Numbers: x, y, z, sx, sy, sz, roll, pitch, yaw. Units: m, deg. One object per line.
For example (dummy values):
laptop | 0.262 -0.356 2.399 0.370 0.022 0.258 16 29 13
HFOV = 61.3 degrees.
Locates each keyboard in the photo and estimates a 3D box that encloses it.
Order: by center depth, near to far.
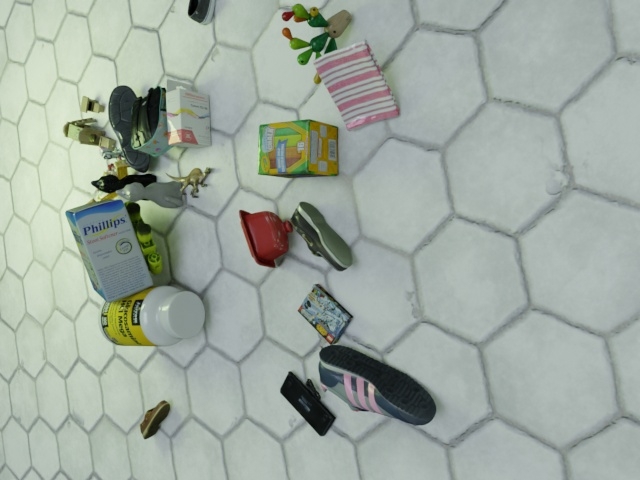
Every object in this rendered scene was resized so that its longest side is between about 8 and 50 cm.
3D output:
keyboard | -0.031 0.428 1.454 0.180 0.023 0.108 40 120 27

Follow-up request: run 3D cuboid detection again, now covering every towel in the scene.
towel | 0.084 -0.358 1.265 0.144 0.029 0.197 -12 125 33

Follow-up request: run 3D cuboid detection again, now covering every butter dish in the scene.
butter dish | -0.130 -0.018 1.448 0.118 0.160 0.159 -23 78 11

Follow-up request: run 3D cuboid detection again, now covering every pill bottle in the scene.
pill bottle | -0.528 0.238 1.699 0.334 0.188 0.187 -8 87 36

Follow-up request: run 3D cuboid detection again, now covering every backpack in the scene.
backpack | -0.505 -0.356 1.680 0.166 0.144 0.188 -17 59 33

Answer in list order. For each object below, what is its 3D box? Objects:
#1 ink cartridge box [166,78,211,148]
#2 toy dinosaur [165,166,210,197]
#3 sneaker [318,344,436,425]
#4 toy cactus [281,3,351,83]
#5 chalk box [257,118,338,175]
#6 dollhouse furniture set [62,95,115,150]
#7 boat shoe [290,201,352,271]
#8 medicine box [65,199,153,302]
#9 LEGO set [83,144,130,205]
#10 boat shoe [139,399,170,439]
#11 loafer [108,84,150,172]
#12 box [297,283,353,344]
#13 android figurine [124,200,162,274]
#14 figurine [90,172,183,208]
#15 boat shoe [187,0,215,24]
ink cartridge box | -0.397 -0.384 1.625 0.067 0.115 0.198 -3 90 37
toy dinosaur | -0.405 -0.183 1.690 0.183 0.053 0.092 -6 73 28
sneaker | 0.130 0.370 1.300 0.319 0.112 0.131 24 122 35
toy cactus | 0.010 -0.495 1.310 0.180 0.219 0.112 -48 34 -14
chalk box | -0.077 -0.230 1.392 0.213 0.132 0.132 2 92 36
dollhouse furniture set | -0.823 -0.424 1.938 0.182 0.101 0.160 23 105 33
boat shoe | 0.000 0.000 1.382 0.068 0.081 0.227 -53 56 28
medicine box | -0.675 0.022 1.713 0.263 0.149 0.289 7 116 59
LEGO set | -0.738 -0.220 1.880 0.287 0.132 0.107 -54 53 33
boat shoe | -0.564 0.594 1.816 0.060 0.064 0.178 46 119 23
loafer | -0.637 -0.367 1.813 0.109 0.095 0.302 -15 79 -9
box | 0.011 0.192 1.410 0.137 0.027 0.094 42 113 27
android figurine | -0.580 -0.001 1.745 0.248 0.056 0.273 56 152 21
figurine | -0.575 -0.159 1.705 0.215 0.209 0.092 17 102 34
boat shoe | -0.354 -0.765 1.604 0.080 0.076 0.228 21 104 33
